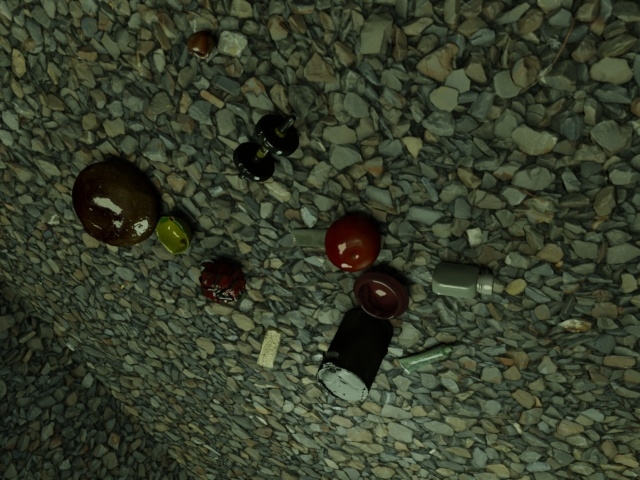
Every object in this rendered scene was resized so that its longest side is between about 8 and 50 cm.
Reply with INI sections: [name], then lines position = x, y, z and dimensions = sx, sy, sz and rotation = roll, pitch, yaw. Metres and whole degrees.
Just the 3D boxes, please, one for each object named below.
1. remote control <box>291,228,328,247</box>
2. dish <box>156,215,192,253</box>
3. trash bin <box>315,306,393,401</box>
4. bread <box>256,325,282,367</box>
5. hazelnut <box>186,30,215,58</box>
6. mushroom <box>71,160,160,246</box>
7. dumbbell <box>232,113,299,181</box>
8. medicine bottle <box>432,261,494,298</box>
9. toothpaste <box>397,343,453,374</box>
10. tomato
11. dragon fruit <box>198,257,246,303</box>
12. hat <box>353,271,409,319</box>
[remote control]
position = 0.000, 0.000, 1.922
dimensions = 0.229, 0.044, 0.073
rotation = 3, 130, 25
[dish]
position = -0.562, -0.039, 2.160
dimensions = 0.149, 0.080, 0.207
rotation = 25, 135, 7
[trash bin]
position = 0.130, 0.418, 2.015
dimensions = 0.203, 0.301, 0.252
rotation = -16, 117, 36
[bread]
position = -0.219, 0.459, 2.368
dimensions = 0.077, 0.105, 0.152
rotation = 16, 133, 7
[hazelnut]
position = -0.351, -0.574, 1.610
dimensions = 0.086, 0.086, 0.086
rotation = 14, 131, 17
[mushroom]
position = -0.785, -0.127, 2.116
dimensions = 0.345, 0.239, 0.345
rotation = 5, 146, 3
[dumbbell]
position = -0.171, -0.285, 1.712
dimensions = 0.143, 0.143, 0.325
rotation = 42, 133, -9
[medicine bottle]
position = 0.451, 0.127, 1.739
dimensions = 0.183, 0.119, 0.069
rotation = 5, 125, 21
[toothpaste]
position = 0.398, 0.443, 2.074
dimensions = 0.069, 0.047, 0.268
rotation = 29, 139, -23
[tomato]
position = 0.106, 0.014, 1.796
dimensions = 0.195, 0.136, 0.195
rotation = -1, 117, -2
[dragon fruit]
position = -0.393, 0.164, 2.177
dimensions = 0.189, 0.182, 0.182
rotation = -4, 124, 28
[hat]
position = 0.216, 0.184, 1.930
dimensions = 0.206, 0.089, 0.205
rotation = 14, 126, 20
